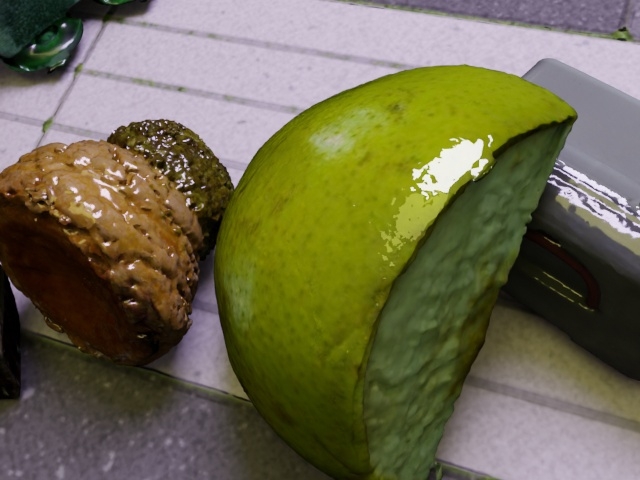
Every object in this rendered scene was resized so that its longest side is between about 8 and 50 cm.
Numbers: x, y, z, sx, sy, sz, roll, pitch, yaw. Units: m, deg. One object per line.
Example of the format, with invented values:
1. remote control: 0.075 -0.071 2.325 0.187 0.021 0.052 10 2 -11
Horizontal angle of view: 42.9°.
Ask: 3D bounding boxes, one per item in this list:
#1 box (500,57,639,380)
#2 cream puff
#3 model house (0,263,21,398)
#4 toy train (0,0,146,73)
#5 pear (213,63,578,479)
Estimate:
1. box: 0.188 -0.019 0.567 0.210 0.148 0.129 37 66 25
2. cream puff: -0.143 -0.015 0.638 0.183 0.183 0.169 24 51 22
3. model house: -0.298 0.052 0.641 0.106 0.165 0.152 -36 62 -26
4. toy train: -0.282 -0.295 0.805 0.266 0.145 0.202 -40 60 -9
5. pear: -0.004 0.003 0.540 0.239 0.139 0.288 36 115 44
